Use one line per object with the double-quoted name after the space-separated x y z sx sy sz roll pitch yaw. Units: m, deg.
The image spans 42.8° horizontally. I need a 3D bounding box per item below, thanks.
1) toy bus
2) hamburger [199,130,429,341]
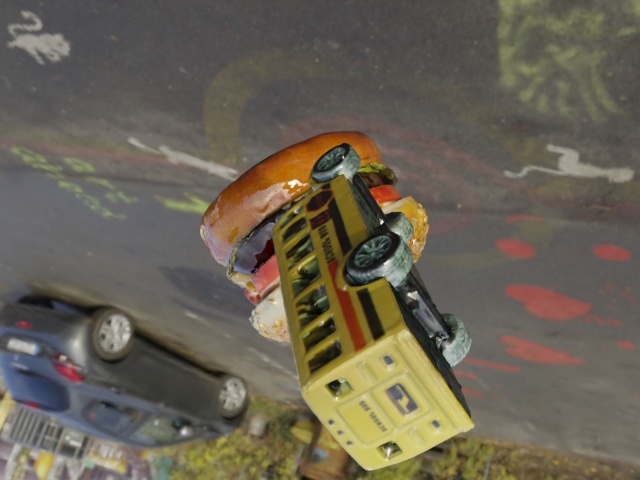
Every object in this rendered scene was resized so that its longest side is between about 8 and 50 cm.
0.033 0.038 0.712 0.121 0.123 0.335 52 -170 -27 "toy bus"
0.000 0.000 1.271 0.250 0.330 0.330 60 168 13 "hamburger"
